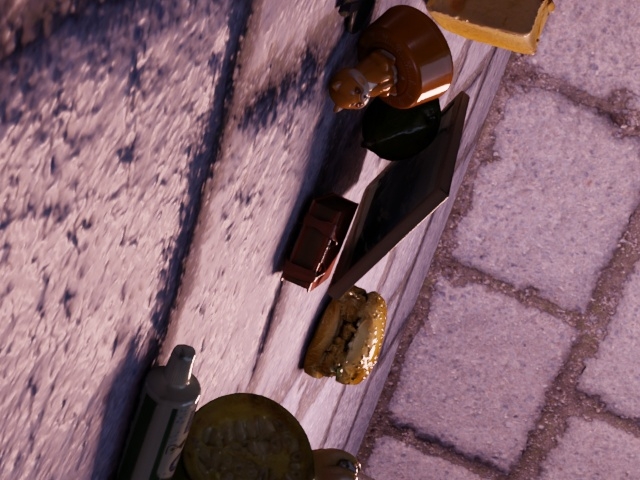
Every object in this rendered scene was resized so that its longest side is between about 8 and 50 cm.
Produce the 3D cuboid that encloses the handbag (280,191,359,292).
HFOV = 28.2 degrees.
[{"bbox_3d":[0.000,0.000,1.826,0.190,0.062,0.127,-33,146,-79],"label":"handbag"}]

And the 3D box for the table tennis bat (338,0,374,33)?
[{"bbox_3d":[0.049,-0.291,1.533,0.158,0.014,0.095,-48,160,-66],"label":"table tennis bat"}]

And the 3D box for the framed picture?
[{"bbox_3d":[0.122,-0.074,1.903,0.247,0.022,0.335,-44,-167,30],"label":"framed picture"}]

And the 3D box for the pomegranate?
[{"bbox_3d":[-0.087,0.296,1.617,0.240,0.190,0.159,-24,156,-32],"label":"pomegranate"}]

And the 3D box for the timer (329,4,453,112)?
[{"bbox_3d":[0.072,-0.210,1.614,0.152,0.132,0.132,-33,154,-29],"label":"timer"}]

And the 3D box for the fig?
[{"bbox_3d":[0.107,-0.160,1.869,0.177,0.117,0.117,-53,164,-49],"label":"fig"}]

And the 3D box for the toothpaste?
[{"bbox_3d":[-0.197,0.265,1.396,0.099,0.061,0.392,-51,165,-58],"label":"toothpaste"}]

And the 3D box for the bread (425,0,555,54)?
[{"bbox_3d":[0.277,-0.381,2.054,0.274,0.184,0.114,-17,124,-77],"label":"bread"}]

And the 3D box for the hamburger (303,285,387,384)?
[{"bbox_3d":[0.057,0.178,2.351,0.215,0.122,0.189,43,69,-82],"label":"hamburger"}]
